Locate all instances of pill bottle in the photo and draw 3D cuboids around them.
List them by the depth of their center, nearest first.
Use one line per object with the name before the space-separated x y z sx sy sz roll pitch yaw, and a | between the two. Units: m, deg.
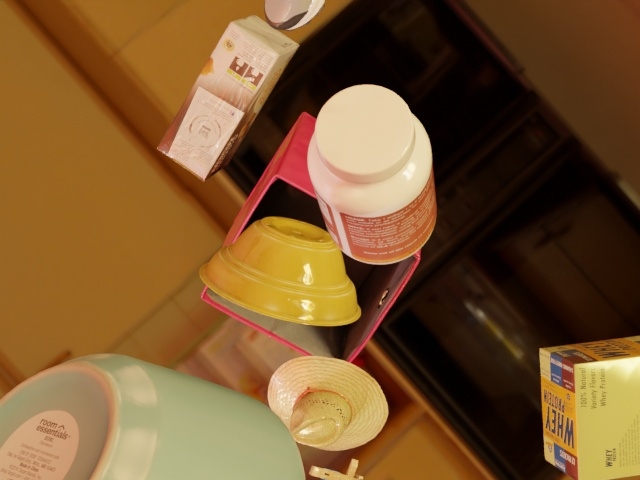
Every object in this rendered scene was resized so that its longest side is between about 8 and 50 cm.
pill bottle | 0.053 -0.065 1.181 0.121 0.121 0.216 -42 -20 -9

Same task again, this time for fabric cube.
fabric cube | 0.000 0.000 1.889 0.254 0.259 0.258 -57 7 27

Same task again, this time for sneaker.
sneaker | -0.035 -0.358 1.427 0.108 0.100 0.271 -12 -29 -23

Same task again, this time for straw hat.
straw hat | -0.001 0.201 1.347 0.144 0.144 0.061 -42 11 32

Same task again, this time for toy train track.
toy train track | 0.022 0.260 1.302 0.014 0.083 0.048 15 83 49

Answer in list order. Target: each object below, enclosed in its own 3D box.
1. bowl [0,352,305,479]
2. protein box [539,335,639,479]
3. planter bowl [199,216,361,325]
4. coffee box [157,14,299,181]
bowl | -0.183 0.215 0.957 0.311 0.163 0.311 -22 42 22
protein box | 0.483 0.273 1.960 0.201 0.199 0.136 -6 8 -13
planter bowl | -0.040 0.026 1.541 0.217 0.217 0.090 -41 -31 -72
coffee box | -0.149 -0.234 1.945 0.246 0.098 0.141 -57 -3 19
